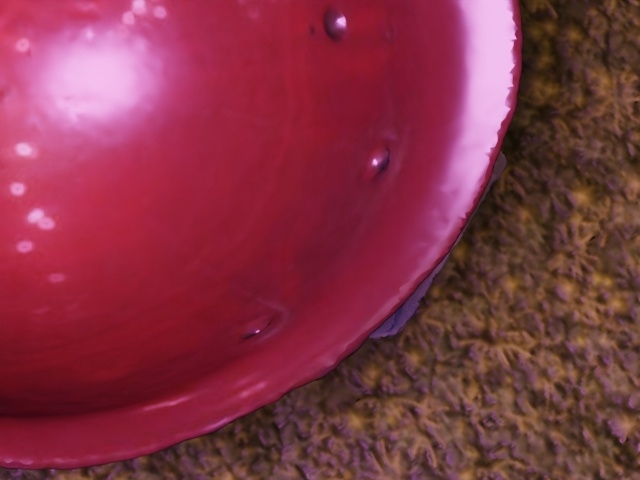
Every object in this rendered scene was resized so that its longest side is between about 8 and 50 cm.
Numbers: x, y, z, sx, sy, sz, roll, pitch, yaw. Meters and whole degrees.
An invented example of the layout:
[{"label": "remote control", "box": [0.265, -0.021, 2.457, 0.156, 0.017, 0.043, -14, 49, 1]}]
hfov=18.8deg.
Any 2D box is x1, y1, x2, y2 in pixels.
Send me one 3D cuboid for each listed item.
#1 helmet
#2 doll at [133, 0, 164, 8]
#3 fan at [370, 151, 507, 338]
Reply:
[{"label": "helmet", "box": [-0.127, -0.078, 0.927, 0.385, 0.230, 0.337, -17, 97, -22]}, {"label": "doll", "box": [-0.061, -0.268, 1.086, 0.203, 0.091, 0.286, -15, 69, 8]}, {"label": "fan", "box": [0.000, 0.000, 1.053, 0.240, 0.009, 0.131, -36, 81, -20]}]
